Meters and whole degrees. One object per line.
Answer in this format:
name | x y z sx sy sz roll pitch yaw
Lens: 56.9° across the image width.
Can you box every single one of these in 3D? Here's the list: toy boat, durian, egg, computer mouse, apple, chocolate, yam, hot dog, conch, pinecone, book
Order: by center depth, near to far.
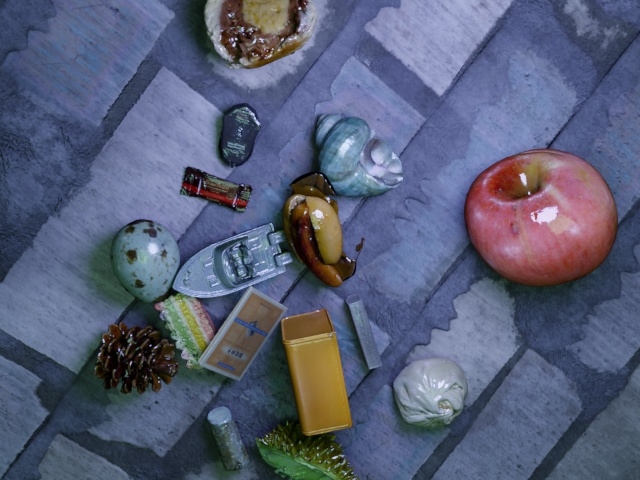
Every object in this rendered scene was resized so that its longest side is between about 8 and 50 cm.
egg | -0.439 0.056 1.497 0.169 0.169 0.231 -9 120 -6
hot dog | -0.006 -0.001 1.515 0.194 0.107 0.326 -13 115 39
computer mouse | -0.211 -0.272 1.521 0.098 0.057 0.172 13 111 -12
conch | 0.082 -0.221 1.521 0.220 0.195 0.277 -40 81 -23
toy boat | -0.231 0.063 1.529 0.319 0.092 0.141 -21 105 -21
apple | 0.571 -0.050 1.534 0.363 0.364 0.364 -2 102 -8
pinecone | -0.469 0.312 1.545 0.212 0.169 0.186 -1 116 5
chocolate | -0.273 -0.134 1.554 0.182 0.028 0.086 15 106 -10
book | -0.203 0.253 1.584 0.242 0.018 0.170 -57 137 -5
yam | -0.261 0.564 1.675 0.078 0.078 0.179 -17 102 -5
durian | -0.008 0.669 1.696 0.198 0.163 0.394 -41 110 4

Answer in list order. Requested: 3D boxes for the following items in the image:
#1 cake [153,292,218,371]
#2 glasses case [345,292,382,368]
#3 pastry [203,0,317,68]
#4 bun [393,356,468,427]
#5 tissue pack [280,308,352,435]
cake | -0.346 0.228 1.577 0.109 0.090 0.226 -24 108 -4
glasses case | 0.121 0.256 1.668 0.047 0.071 0.205 -18 104 -1
pastry | -0.146 -0.535 1.425 0.255 0.170 0.237 -24 84 2
bun | 0.327 0.451 1.709 0.230 0.133 0.231 -2 102 -10
tissue pack | -0.014 0.353 1.609 0.145 0.194 0.275 -10 102 -2
